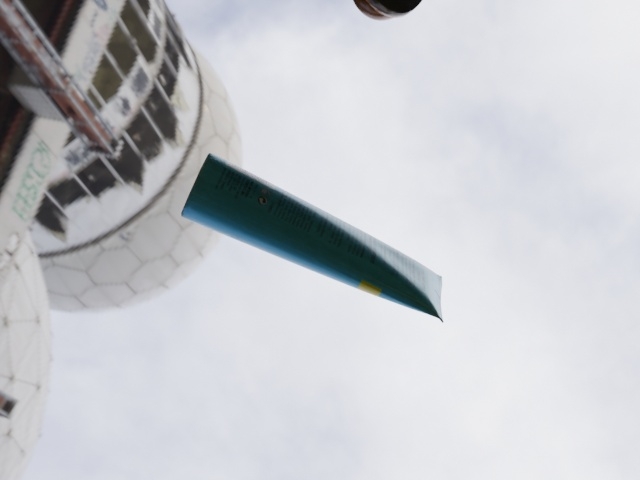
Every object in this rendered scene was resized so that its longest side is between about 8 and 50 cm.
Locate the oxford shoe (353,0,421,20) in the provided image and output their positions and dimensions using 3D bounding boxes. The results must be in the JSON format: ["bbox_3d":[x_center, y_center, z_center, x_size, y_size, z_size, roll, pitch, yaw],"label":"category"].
[{"bbox_3d":[0.035,-0.224,0.784,0.076,0.076,0.212,-38,-144,36],"label":"oxford shoe"}]

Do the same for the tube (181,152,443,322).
[{"bbox_3d":[0.000,0.000,0.793,0.207,0.052,0.080,24,-153,-5],"label":"tube"}]
